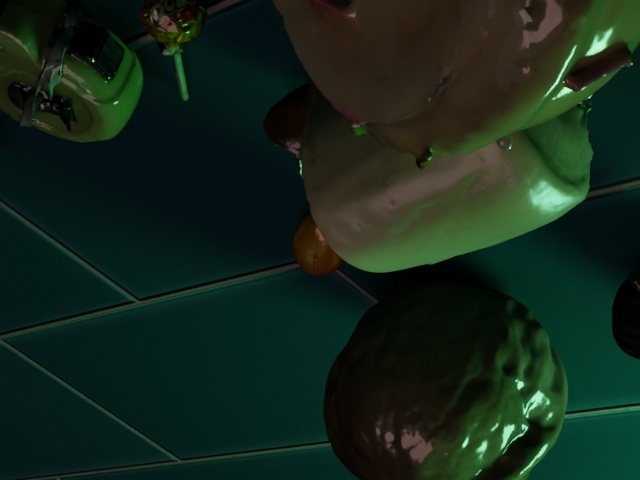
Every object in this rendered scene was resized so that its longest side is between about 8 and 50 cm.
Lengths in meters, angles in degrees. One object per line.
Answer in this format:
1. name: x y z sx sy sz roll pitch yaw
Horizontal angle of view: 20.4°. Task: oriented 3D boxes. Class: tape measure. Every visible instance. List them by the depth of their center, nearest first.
1. tape measure: -0.239 -0.152 1.621 0.154 0.087 0.177 20 154 3

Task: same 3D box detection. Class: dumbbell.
1. dumbbell: 0.328 0.090 1.625 0.099 0.099 0.208 -2 144 38

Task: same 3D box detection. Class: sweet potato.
1. sweet potato: 0.015 -0.139 1.462 0.112 0.085 0.286 24 152 7

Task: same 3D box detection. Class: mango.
1. mango: 0.000 0.000 1.760 0.060 0.046 0.089 17 148 10

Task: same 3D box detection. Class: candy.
1. candy: -0.125 -0.168 1.564 0.060 0.060 0.201 19 160 6

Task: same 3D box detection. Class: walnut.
1. walnut: 0.122 0.163 1.771 0.248 0.248 0.248 17 152 9

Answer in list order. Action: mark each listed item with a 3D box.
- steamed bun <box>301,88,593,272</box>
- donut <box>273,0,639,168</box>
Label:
1. steamed bun: 0.095 -0.071 1.343 0.225 0.200 0.170 -24 119 31
2. donut: 0.093 -0.210 1.094 0.150 0.307 0.371 -7 164 -29
